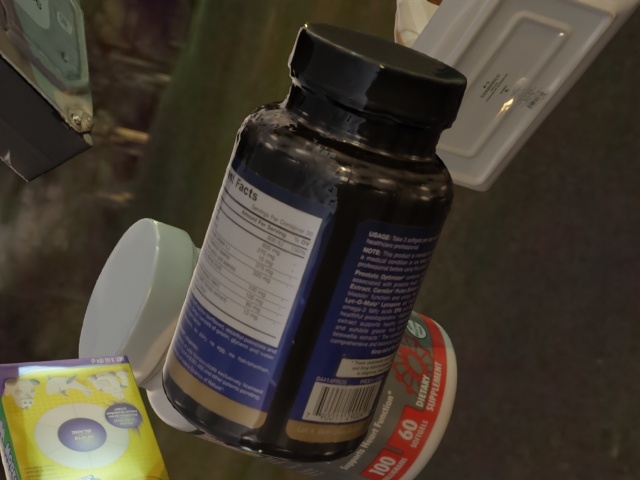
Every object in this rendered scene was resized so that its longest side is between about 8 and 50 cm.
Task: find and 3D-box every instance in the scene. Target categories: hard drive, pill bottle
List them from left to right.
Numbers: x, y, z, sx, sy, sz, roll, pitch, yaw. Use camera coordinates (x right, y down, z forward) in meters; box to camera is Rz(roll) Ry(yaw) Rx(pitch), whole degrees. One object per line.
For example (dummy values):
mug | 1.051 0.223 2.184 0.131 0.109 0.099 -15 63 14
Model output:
hard drive | -0.251 -0.231 0.963 0.064 0.237 0.339 -26 46 15
pill bottle | -0.055 0.123 1.496 0.210 0.363 0.210 -45 33 40
pill bottle | 0.000 0.000 0.773 0.123 0.122 0.219 -106 34 -71

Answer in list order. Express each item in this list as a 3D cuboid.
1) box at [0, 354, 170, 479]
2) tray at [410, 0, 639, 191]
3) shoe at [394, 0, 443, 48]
box | -0.167 0.157 0.998 0.179 0.105 0.043 -118 34 -44
tray | 0.141 -0.131 1.157 0.270 0.145 0.030 125 151 -44
shoe | 0.108 -0.213 1.309 0.219 0.076 0.058 -101 27 -44
